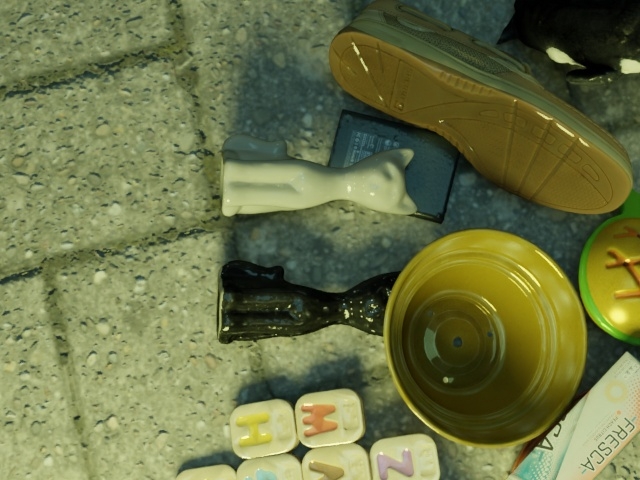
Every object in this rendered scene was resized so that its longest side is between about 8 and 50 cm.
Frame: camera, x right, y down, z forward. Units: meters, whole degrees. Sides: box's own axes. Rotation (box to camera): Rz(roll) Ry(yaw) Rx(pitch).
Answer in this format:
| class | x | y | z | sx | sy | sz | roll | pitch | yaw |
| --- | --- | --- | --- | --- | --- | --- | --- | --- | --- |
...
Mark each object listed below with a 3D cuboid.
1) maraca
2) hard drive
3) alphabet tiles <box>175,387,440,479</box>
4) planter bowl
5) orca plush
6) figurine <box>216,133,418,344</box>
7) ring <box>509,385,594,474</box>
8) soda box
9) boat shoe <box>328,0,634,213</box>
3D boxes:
| class | x | y | z | sx | sy | sz | roll | pitch | yaw |
| --- | --- | --- | --- | --- | --- | --- | --- | --- | --- |
| maraca | 0.331 | 0.024 | 1.210 | 0.127 | 0.099 | 0.186 | 36 | 60 | -8 |
| hard drive | 0.077 | -0.080 | 1.260 | 0.135 | 0.022 | 0.094 | 14 | 83 | 3 |
| alphabet tiles | -0.010 | 0.297 | 1.181 | 0.278 | 0.021 | 0.284 | -10 | 75 | 9 |
| planter bowl | 0.153 | 0.100 | 1.191 | 0.217 | 0.090 | 0.217 | 2 | 81 | -15 |
| orca plush | 0.268 | -0.241 | 1.151 | 0.151 | 0.287 | 0.102 | -31 | 118 | -4 |
| figurine | 0.000 | 0.000 | 1.212 | 0.209 | 0.092 | 0.215 | 1 | 94 | -8 |
| ring | 0.344 | 0.299 | 1.161 | 0.336 | 0.032 | 0.337 | -3 | 79 | 15 |
| soda box | 0.263 | 0.195 | 1.154 | 0.063 | 0.058 | 0.183 | 43 | 93 | 18 |
| boat shoe | 0.179 | -0.151 | 1.217 | 0.341 | 0.122 | 0.110 | 32 | 52 | 7 |
